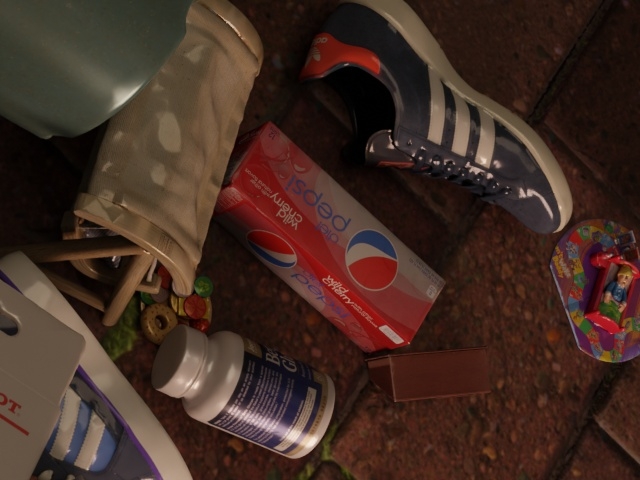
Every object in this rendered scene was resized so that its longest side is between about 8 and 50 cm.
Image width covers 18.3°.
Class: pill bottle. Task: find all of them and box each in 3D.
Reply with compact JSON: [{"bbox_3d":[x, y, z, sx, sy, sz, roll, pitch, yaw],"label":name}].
[{"bbox_3d":[-0.078,0.145,1.970,0.169,0.094,0.094,25,66,-25],"label":"pill bottle"}]

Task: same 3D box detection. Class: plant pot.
[{"bbox_3d":[-0.286,-0.277,1.685,0.334,0.341,0.341,36,62,-32],"label":"plant pot"}]

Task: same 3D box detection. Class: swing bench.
[{"bbox_3d":[-0.171,-0.081,1.871,0.165,0.254,0.253,27,66,-24],"label":"swing bench"}]

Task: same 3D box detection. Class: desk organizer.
[{"bbox_3d":[0.116,0.144,2.121,0.130,0.047,0.050,-3,82,-32],"label":"desk organizer"}]

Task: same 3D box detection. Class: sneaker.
[{"bbox_3d":[0.116,-0.104,2.144,0.350,0.131,0.148,43,67,-10],"label":"sneaker"},{"bbox_3d":[-0.284,0.193,1.833,0.236,0.130,0.323,-39,113,-15],"label":"sneaker"}]

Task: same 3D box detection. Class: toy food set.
[{"bbox_3d":[-0.144,0.066,1.993,0.083,0.020,0.082,8,74,-30],"label":"toy food set"}]

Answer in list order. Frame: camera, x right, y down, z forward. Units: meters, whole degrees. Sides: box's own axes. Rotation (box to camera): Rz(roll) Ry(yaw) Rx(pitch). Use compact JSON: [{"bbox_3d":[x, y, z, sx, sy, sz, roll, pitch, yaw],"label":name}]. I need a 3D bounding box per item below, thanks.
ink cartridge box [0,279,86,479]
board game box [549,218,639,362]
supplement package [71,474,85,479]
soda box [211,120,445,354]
[{"bbox_3d":[-0.355,0.182,1.625,0.207,0.119,0.353,36,51,-17],"label":"ink cartridge box"},{"bbox_3d":[0.337,0.055,2.288,0.133,0.033,0.169,-18,88,-34],"label":"board game box"},{"bbox_3d":[-0.240,0.339,1.715,0.203,0.194,0.149,-32,108,-9],"label":"supplement package"},{"bbox_3d":[0.000,0.000,2.062,0.263,0.083,0.092,42,60,-18],"label":"soda box"}]
